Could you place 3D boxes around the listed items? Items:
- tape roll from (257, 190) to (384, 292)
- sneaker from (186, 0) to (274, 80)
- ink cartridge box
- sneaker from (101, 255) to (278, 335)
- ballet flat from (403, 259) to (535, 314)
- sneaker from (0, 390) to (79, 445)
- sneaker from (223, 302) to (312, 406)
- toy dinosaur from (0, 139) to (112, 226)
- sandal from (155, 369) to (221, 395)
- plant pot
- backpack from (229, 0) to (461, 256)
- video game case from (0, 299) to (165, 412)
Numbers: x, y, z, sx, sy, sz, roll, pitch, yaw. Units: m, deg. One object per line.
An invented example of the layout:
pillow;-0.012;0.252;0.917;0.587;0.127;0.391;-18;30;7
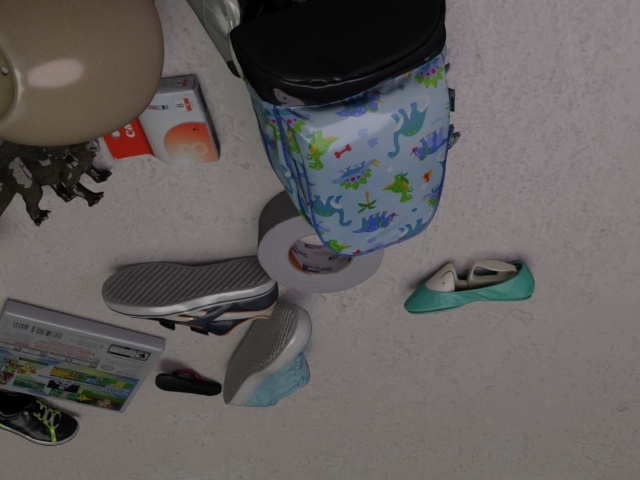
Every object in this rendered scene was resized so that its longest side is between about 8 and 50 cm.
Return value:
tape roll;0.000;0.000;1.430;0.219;0.072;0.219;-1;139;-1
sneaker;-0.130;-0.322;1.052;0.108;0.100;0.271;15;149;23
ink cartridge box;-0.256;-0.174;1.245;0.179;0.045;0.145;-9;138;5
sneaker;-0.236;0.116;1.518;0.321;0.126;0.127;-4;134;1
ballet flat;0.274;0.078;1.534;0.247;0.083;0.087;-8;115;8
sneaker;-0.664;0.403;1.874;0.234;0.084;0.097;20;134;-23
sneaker;-0.075;0.238;1.676;0.150;0.135;0.366;10;147;-24
toy dinosaur;-0.433;-0.117;1.277;0.313;0.121;0.160;-16;125;25
sandal;-0.296;0.313;1.819;0.067;0.040;0.179;-26;148;33
plant pot;-0.359;-0.228;0.984;0.284;0.191;0.284;9;121;15
backpack;0.048;-0.150;1.141;0.290;0.273;0.355;-21;155;-15
video game case;-0.536;0.258;1.747;0.329;0.036;0.300;17;136;-21
